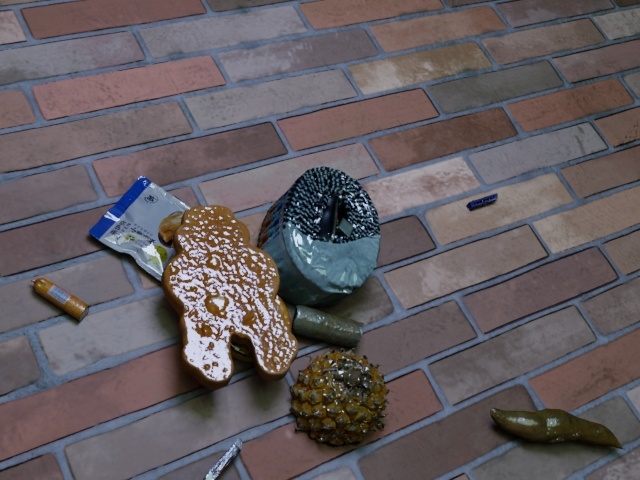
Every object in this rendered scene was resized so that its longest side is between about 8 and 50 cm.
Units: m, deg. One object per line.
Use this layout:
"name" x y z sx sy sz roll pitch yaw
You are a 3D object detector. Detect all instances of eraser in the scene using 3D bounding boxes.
"eraser" -0.155 0.356 1.395 0.019 0.027 0.099 41 53 7

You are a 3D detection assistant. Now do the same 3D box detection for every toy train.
"toy train" 0.348 -0.083 1.870 0.083 0.017 0.017 -18 68 -28

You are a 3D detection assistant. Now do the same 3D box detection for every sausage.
"sausage" -0.436 0.093 1.463 0.107 0.031 0.031 33 53 3

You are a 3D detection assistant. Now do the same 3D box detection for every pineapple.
"pineapple" 0.044 0.248 1.469 0.176 0.137 0.161 8 56 -14

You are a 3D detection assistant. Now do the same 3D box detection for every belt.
"belt" 0.000 0.000 1.611 0.207 0.150 0.257 20 54 -19

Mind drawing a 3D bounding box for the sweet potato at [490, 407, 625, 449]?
"sweet potato" 0.431 0.341 1.596 0.274 0.067 0.067 12 55 -13

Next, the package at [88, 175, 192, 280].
"package" -0.301 -0.021 1.588 0.173 0.027 0.171 34 53 -1

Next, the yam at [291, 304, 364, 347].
"yam" 0.011 0.155 1.571 0.132 0.054 0.054 16 54 -12

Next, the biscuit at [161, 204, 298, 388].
"biscuit" -0.161 0.090 1.481 0.202 0.047 0.333 -7 64 -22

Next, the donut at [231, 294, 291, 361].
"donut" -0.127 0.143 1.525 0.152 0.058 0.152 9 57 -15
